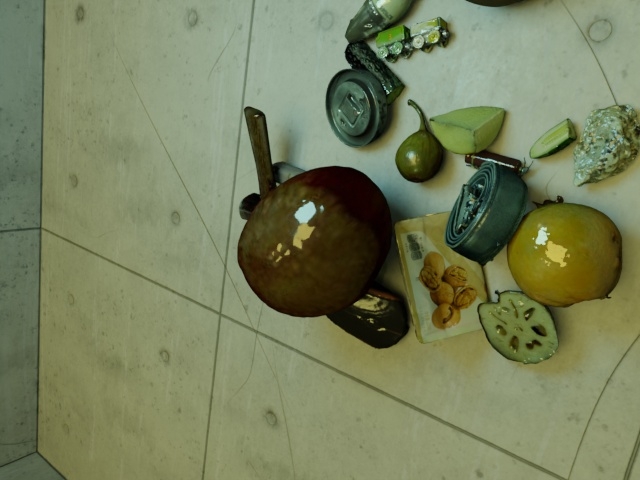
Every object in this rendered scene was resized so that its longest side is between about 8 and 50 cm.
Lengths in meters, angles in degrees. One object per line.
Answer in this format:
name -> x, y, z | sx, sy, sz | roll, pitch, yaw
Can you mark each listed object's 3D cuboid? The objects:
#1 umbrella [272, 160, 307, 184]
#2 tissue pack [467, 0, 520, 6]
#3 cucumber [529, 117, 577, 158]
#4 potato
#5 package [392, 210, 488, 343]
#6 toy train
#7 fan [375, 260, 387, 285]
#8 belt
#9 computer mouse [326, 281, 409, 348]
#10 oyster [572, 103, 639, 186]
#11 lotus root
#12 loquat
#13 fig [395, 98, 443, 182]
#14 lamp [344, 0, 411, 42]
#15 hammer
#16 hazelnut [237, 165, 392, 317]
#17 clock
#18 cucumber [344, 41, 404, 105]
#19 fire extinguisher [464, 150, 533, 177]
umbrella -> -0.016, -0.162, 1.572 | 0.337, 0.067, 0.073 | 25, 141, 31
tissue pack -> 0.356, -0.703, 1.100 | 0.277, 0.267, 0.386 | -21, 85, 39
cucumber -> 0.528, -0.219, 1.180 | 0.107, 0.035, 0.067 | -37, 35, 49
potato -> 0.365, -0.276, 1.283 | 0.149, 0.120, 0.081 | 33, 148, 48
package -> 0.292, 0.087, 1.353 | 0.165, 0.222, 0.311 | 172, 86, -76
toy train -> 0.235, -0.522, 1.344 | 0.202, 0.060, 0.081 | -5, 88, 35
fan -> 0.063, 0.049, 1.577 | 0.310, 0.010, 0.182 | 29, 113, 27
belt -> 0.373, -0.074, 1.190 | 0.116, 0.267, 0.206 | 27, 134, -4
computer mouse -> 0.103, 0.187, 1.500 | 0.323, 0.116, 0.182 | 31, 118, 26
oyster -> 0.611, -0.200, 1.113 | 0.125, 0.064, 0.177 | 10, 102, 40
lotus root -> 0.479, 0.192, 1.237 | 0.183, 0.078, 0.203 | -1, 117, 44
loquat -> 0.517, 0.023, 1.110 | 0.244, 0.244, 0.243 | 6, 100, 36
fig -> 0.255, -0.265, 1.353 | 0.124, 0.124, 0.236 | -12, 67, 37
lamp -> 0.161, -0.606, 1.362 | 0.250, 0.101, 0.101 | -31, 78, 40
hammer -> -0.162, -0.206, 1.578 | 0.243, 0.095, 0.408 | 22, 131, 37
hazelnut -> 0.000, 0.000, 1.329 | 0.353, 0.421, 0.420 | 31, 114, 16
clock -> 0.097, -0.366, 1.437 | 0.215, 0.042, 0.214 | 28, 129, 41
cucumber -> 0.135, -0.466, 1.422 | 0.211, 0.062, 0.078 | 52, 123, 18
fire extinguisher -> 0.428, -0.186, 1.258 | 0.158, 0.043, 0.064 | 25, 122, 32
